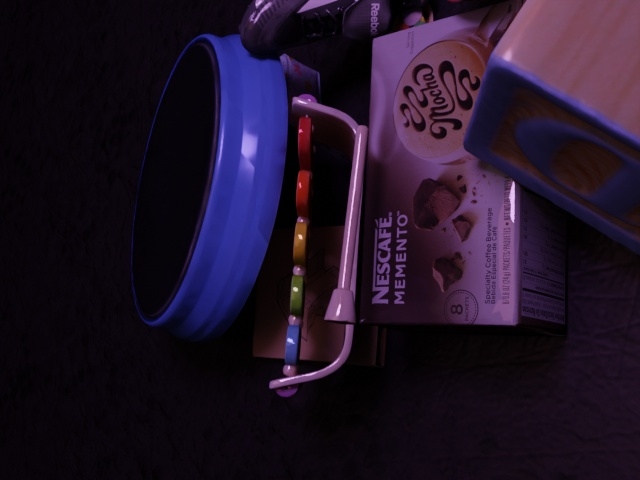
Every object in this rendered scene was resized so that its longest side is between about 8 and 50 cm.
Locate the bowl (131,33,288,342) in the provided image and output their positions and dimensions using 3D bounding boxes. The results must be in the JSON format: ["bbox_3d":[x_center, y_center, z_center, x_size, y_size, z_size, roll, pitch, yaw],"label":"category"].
[{"bbox_3d":[-0.156,-0.070,0.920,0.391,0.077,0.392,-33,53,56],"label":"bowl"}]

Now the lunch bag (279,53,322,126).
[{"bbox_3d":[-0.037,-0.183,0.935,0.053,0.071,0.083,-19,70,36],"label":"lunch bag"}]

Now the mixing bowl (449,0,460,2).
[{"bbox_3d":[0.184,-0.292,0.650,0.181,0.098,0.182,-170,90,-74],"label":"mixing bowl"}]

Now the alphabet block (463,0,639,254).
[{"bbox_3d":[0.242,-0.126,0.530,0.193,0.192,0.197,33,83,9],"label":"alphabet block"}]

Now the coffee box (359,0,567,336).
[{"bbox_3d":[0.143,-0.058,0.718,0.168,0.118,0.298,-3,79,39],"label":"coffee box"}]

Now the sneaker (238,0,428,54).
[{"bbox_3d":[0.025,-0.258,0.806,0.234,0.078,0.106,-29,56,-16],"label":"sneaker"}]

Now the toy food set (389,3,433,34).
[{"bbox_3d":[0.098,-0.253,0.864,0.082,0.020,0.083,-30,62,33],"label":"toy food set"}]

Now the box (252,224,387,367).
[{"bbox_3d":[-0.002,0.065,0.887,0.201,0.021,0.165,-2,80,41],"label":"box"}]

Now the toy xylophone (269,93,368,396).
[{"bbox_3d":[0.000,0.000,0.760,0.081,0.236,0.323,4,72,1],"label":"toy xylophone"}]
